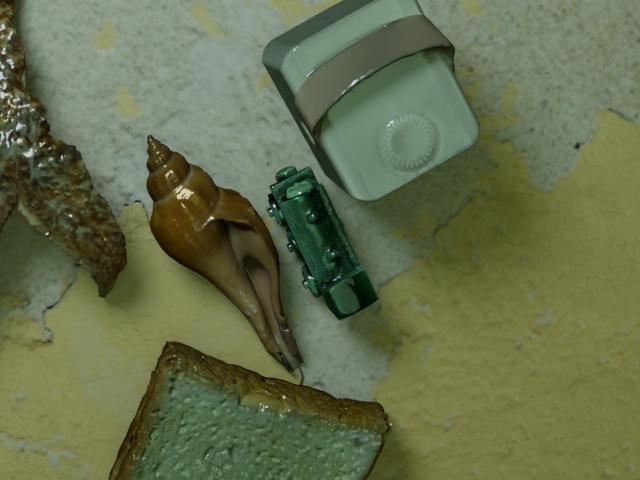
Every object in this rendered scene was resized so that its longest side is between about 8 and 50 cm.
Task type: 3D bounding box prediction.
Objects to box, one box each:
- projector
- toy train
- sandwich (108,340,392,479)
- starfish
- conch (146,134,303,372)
[{"bbox_3d":[0.048,-0.152,1.409,0.163,0.242,0.177,-31,102,-4],"label":"projector"},{"bbox_3d":[0.000,0.000,1.497,0.071,0.111,0.170,-27,103,-7],"label":"toy train"},{"bbox_3d":[-0.092,0.263,1.542,0.273,0.095,0.249,19,101,-12],"label":"sandwich"},{"bbox_3d":[-0.357,-0.084,1.432,0.384,0.132,0.398,-33,100,3],"label":"starfish"},{"bbox_3d":[-0.100,0.013,1.504,0.109,0.093,0.330,-30,122,6],"label":"conch"}]
